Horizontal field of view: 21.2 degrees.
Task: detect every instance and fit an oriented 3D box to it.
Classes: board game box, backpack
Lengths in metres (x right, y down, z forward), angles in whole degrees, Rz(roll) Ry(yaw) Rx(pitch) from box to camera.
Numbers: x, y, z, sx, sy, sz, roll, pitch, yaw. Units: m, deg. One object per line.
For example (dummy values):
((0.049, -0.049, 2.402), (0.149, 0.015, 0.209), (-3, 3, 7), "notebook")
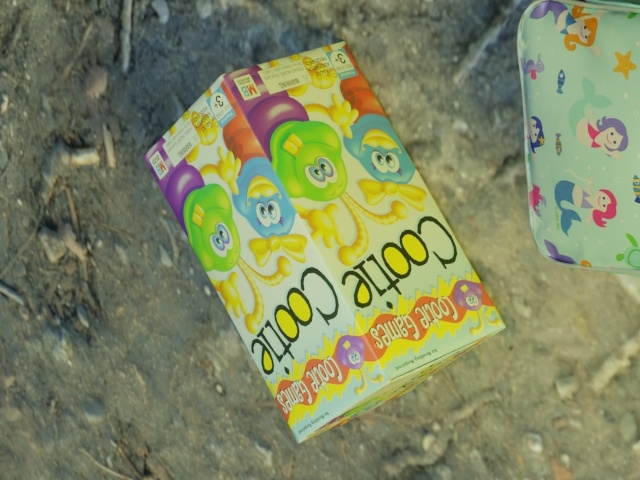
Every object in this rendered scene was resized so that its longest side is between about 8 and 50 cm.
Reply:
((0.000, 0.000, 1.404), (0.144, 0.142, 0.275), (-40, 76, 47), "board game box")
((0.254, -0.078, 1.081), (0.254, 0.191, 0.225), (8, 111, 39), "backpack")
